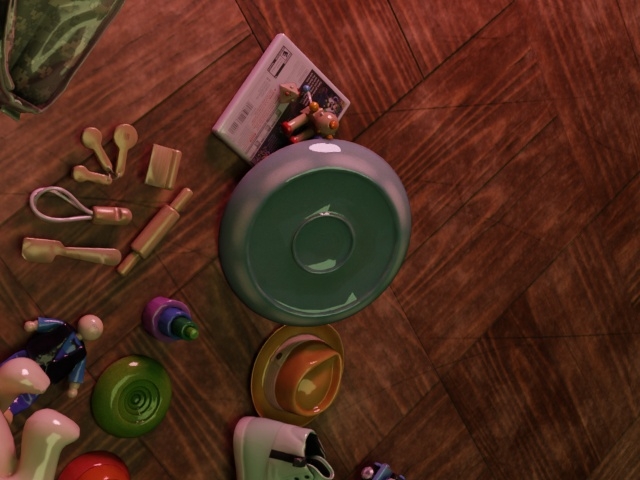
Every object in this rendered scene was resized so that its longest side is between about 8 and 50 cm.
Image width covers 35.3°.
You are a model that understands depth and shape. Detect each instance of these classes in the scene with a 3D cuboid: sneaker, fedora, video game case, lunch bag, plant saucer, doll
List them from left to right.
[{"bbox_3d":[-0.359,-0.290,1.194,0.169,0.235,0.287,27,83,-42],"label":"lunch bag"},{"bbox_3d":[-0.378,0.171,1.394,0.189,0.046,0.129,-43,113,-28],"label":"doll"},{"bbox_3d":[-0.058,-0.193,1.567,0.173,0.022,0.190,41,74,-34],"label":"video game case"},{"bbox_3d":[-0.052,0.410,1.604,0.094,0.151,0.255,-34,121,-58],"label":"sneaker"},{"bbox_3d":[-0.020,0.225,1.644,0.194,0.079,0.194,-8,104,-35],"label":"fedora"},{"bbox_3d":[0.000,0.000,1.566,0.318,0.043,0.317,-6,114,-14],"label":"plant saucer"}]

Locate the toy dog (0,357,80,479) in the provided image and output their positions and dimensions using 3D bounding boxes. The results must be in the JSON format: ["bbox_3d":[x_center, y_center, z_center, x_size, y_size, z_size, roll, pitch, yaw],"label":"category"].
[{"bbox_3d":[-0.481,0.254,1.166,0.396,0.284,0.407,-8,123,-15],"label":"toy dog"}]

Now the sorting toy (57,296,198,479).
[{"bbox_3d":[-0.258,0.265,1.452,0.127,0.126,0.365,25,86,-37],"label":"sorting toy"}]

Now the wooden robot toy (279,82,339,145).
[{"bbox_3d":[-0.003,-0.167,1.548,0.076,0.079,0.173,-39,119,-24],"label":"wooden robot toy"}]

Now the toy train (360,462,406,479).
[{"bbox_3d":[0.145,0.466,1.797,0.080,0.105,0.184,-53,124,-16],"label":"toy train"}]

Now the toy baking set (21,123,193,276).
[{"bbox_3d":[-0.300,-0.048,1.420,0.197,0.030,0.256,42,74,-31],"label":"toy baking set"}]
